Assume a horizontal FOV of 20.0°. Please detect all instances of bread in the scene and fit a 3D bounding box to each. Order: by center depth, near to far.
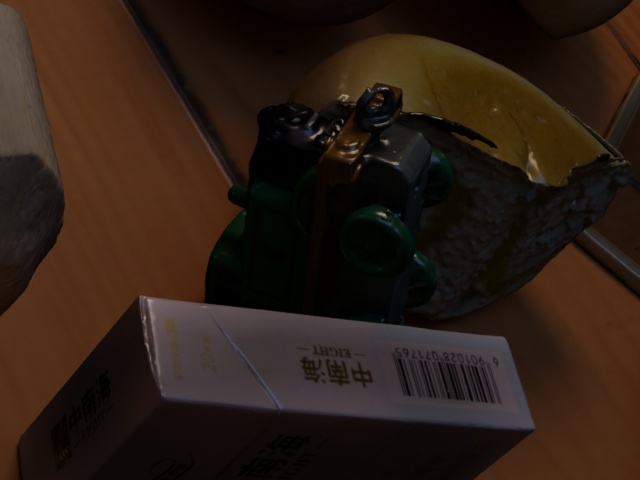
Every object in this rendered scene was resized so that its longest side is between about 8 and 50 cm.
[{"bbox_3d":[0.078,-0.049,1.227,0.261,0.158,0.156,24,34,-20],"label":"bread"}]

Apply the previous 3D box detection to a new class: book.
[{"bbox_3d":[0.292,-0.027,1.465,0.170,0.018,0.241,39,41,-4],"label":"book"}]

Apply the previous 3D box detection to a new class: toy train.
[{"bbox_3d":[0.000,0.000,1.084,0.136,0.227,0.091,16,39,15],"label":"toy train"}]

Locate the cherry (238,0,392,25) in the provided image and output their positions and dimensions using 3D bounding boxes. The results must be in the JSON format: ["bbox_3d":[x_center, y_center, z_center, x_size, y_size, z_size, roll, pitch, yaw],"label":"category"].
[{"bbox_3d":[-0.003,-0.271,1.274,0.213,0.236,0.285,15,20,-37],"label":"cherry"}]

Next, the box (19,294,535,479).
[{"bbox_3d":[-0.024,0.106,0.999,0.243,0.155,0.067,7,51,-33],"label":"box"}]

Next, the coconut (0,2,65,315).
[{"bbox_3d":[-0.237,-0.052,0.932,0.202,0.202,0.222,0,58,-39],"label":"coconut"}]

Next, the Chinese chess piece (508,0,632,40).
[{"bbox_3d":[0.157,-0.281,1.439,0.257,0.104,0.257,50,16,-20],"label":"Chinese chess piece"}]
